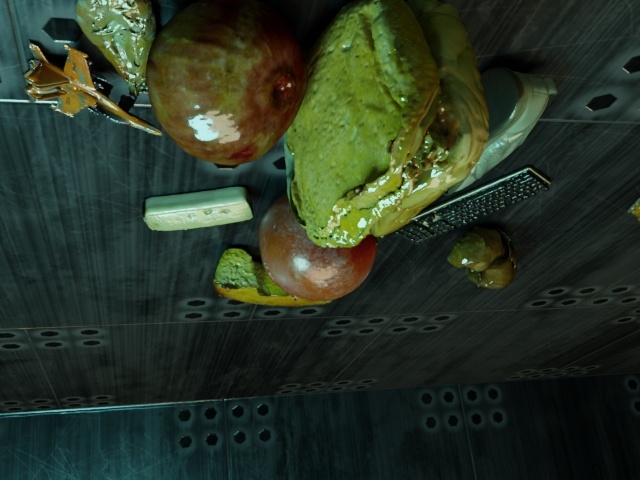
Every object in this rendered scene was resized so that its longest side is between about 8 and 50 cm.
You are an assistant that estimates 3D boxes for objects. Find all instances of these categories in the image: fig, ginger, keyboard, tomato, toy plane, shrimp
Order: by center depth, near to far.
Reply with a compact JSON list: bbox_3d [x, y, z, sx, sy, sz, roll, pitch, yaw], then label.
[{"bbox_3d":[-0.116,-0.187,0.857,0.205,0.205,0.205,-6,157,-2],"label":"fig"},{"bbox_3d":[-0.233,-0.237,0.876,0.091,0.043,0.184,0,151,2],"label":"shrimp"},{"bbox_3d":[-0.283,-0.185,0.927,0.188,0.062,0.135,18,149,-16],"label":"toy plane"},{"bbox_3d":[0.000,0.000,1.279,0.184,0.208,0.208,-34,146,32],"label":"tomato"},{"bbox_3d":[0.291,-0.063,1.439,0.317,0.027,0.106,-25,150,35],"label":"keyboard"},{"bbox_3d":[0.368,0.044,1.615,0.133,0.107,0.309,-29,155,14],"label":"ginger"}]

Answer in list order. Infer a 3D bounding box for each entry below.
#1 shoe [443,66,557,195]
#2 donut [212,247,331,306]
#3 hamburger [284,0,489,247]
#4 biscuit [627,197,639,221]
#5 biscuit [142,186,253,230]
[{"bbox_3d":[0.249,-0.160,1.112,0.098,0.103,0.275,-9,161,-25],"label":"shoe"},{"bbox_3d":[-0.118,0.090,1.567,0.259,0.101,0.152,7,162,-21],"label":"donut"},{"bbox_3d":[0.065,-0.133,0.882,0.158,0.319,0.318,10,152,-27],"label":"hamburger"},{"bbox_3d":[0.844,-0.077,1.525,0.378,0.054,0.094,-5,157,-3],"label":"biscuit"},{"bbox_3d":[-0.214,-0.057,1.280,0.188,0.052,0.056,-7,141,0],"label":"biscuit"}]
